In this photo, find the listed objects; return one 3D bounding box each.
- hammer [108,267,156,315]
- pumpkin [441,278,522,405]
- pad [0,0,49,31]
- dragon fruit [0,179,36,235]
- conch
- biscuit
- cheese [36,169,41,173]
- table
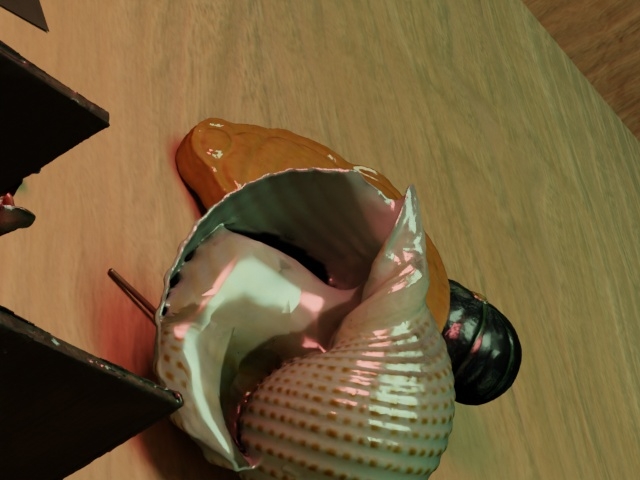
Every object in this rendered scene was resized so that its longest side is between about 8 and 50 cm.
[{"bbox_3d":[-0.164,0.064,1.849,0.110,0.019,0.035,44,24,-23],"label":"hammer"},{"bbox_3d":[0.150,0.116,2.314,0.194,0.150,0.194,57,9,-14],"label":"pumpkin"},{"bbox_3d":[-0.344,-0.290,1.938,0.190,0.004,0.127,28,36,-55],"label":"pad"},{"bbox_3d":[-0.298,-0.032,1.512,0.121,0.130,0.142,-5,16,-34],"label":"dragon fruit"},{"bbox_3d":[-0.018,0.105,1.805,0.303,0.215,0.319,21,62,-9],"label":"conch"},{"bbox_3d":[0.000,0.000,2.119,0.351,0.057,0.312,27,34,-23],"label":"biscuit"},{"bbox_3d":[-0.296,-0.123,1.762,0.145,0.038,0.095,62,20,11],"label":"cheese"},{"bbox_3d":[-0.273,0.042,1.223,0.196,0.282,0.250,35,32,-50],"label":"table"}]
